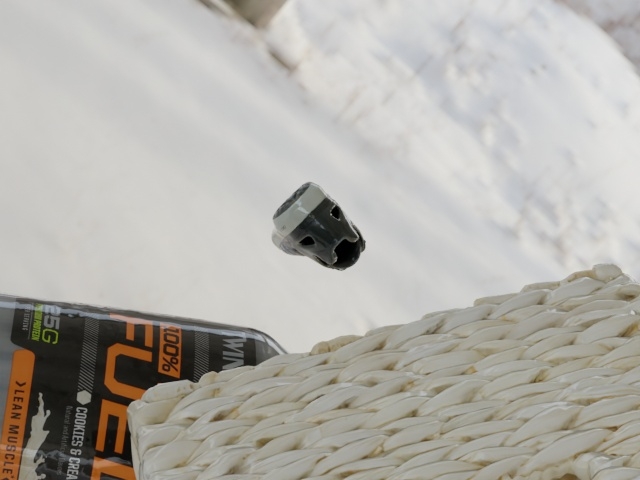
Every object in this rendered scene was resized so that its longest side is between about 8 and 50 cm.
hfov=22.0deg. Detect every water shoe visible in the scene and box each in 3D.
[{"bbox_3d":[0.000,0.000,1.562,0.080,0.073,0.203,46,1,7],"label":"water shoe"}]

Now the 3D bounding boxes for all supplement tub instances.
[{"bbox_3d":[-0.147,0.145,1.198,0.316,0.193,0.193,8,23,-11],"label":"supplement tub"}]

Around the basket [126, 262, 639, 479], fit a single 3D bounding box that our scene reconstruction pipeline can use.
[{"bbox_3d":[0.091,0.230,0.865,0.266,0.328,0.331,-124,-160,-65],"label":"basket"}]
